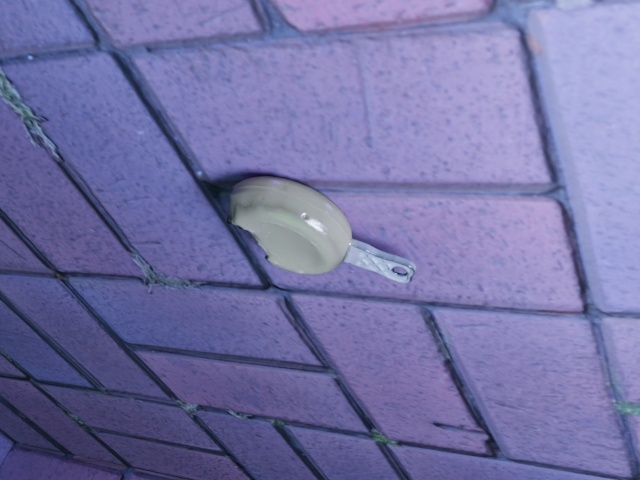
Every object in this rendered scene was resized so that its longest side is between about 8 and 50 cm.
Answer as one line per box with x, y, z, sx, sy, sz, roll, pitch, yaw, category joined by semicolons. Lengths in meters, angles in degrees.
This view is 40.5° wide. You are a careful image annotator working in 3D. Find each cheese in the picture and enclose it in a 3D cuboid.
0.004;-0.010;1.166;0.249;0.071;0.163;10;146;21;cheese
